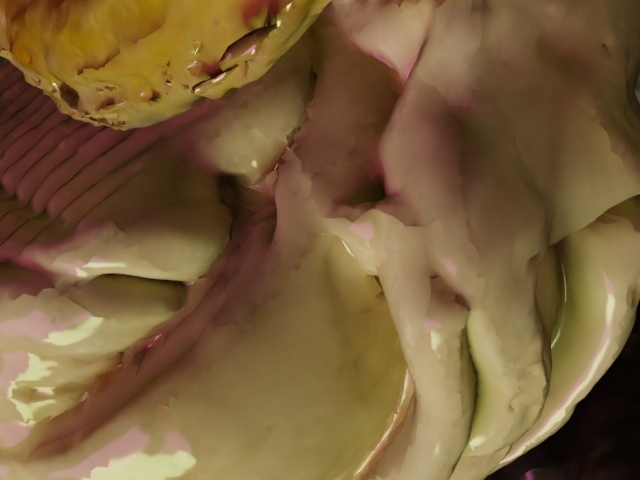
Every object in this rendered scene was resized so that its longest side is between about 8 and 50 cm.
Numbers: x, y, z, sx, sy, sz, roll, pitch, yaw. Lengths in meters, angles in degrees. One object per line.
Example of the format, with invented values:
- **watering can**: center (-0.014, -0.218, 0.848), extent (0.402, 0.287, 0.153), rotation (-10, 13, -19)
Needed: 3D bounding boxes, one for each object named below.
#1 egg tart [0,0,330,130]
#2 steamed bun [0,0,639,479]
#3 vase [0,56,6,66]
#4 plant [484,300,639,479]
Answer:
- **egg tart**: center (-0.017, -0.178, 0.446), extent (0.120, 0.315, 0.315), rotation (5, 168, -33)
- **steamed bun**: center (-0.003, 0.001, 0.573), extent (0.276, 0.289, 0.203), rotation (-8, 131, 41)
- **vase**: center (-0.277, -0.165, 0.810), extent (0.301, 0.156, 0.251), rotation (-2, 118, 56)
- **plant**: center (0.108, 0.145, 0.659), extent (0.215, 0.312, 0.213), rotation (1, 132, 51)
